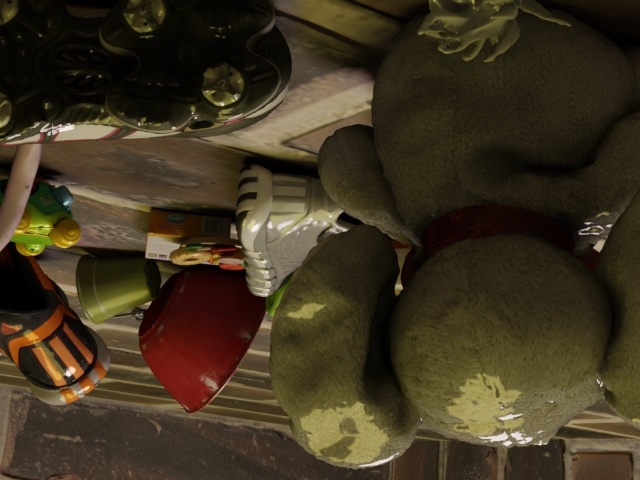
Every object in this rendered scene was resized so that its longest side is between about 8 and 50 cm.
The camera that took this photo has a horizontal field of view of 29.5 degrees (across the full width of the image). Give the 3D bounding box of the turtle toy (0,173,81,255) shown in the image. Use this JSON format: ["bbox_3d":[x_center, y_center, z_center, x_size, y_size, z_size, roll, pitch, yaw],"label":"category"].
[{"bbox_3d":[-0.275,-0.031,1.082,0.130,0.066,0.095,16,163,-38],"label":"turtle toy"}]

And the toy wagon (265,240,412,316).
[{"bbox_3d":[0.077,0.067,1.362,0.267,0.068,0.344,10,167,-17],"label":"toy wagon"}]

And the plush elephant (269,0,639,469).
[{"bbox_3d":[0.112,0.009,0.689,0.271,0.255,0.330,0,166,20],"label":"plush elephant"}]

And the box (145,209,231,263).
[{"bbox_3d":[-0.137,-0.001,1.244,0.081,0.028,0.136,6,169,-9],"label":"box"}]

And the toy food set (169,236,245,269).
[{"bbox_3d":[-0.099,0.014,1.185,0.083,0.020,0.082,14,163,-34],"label":"toy food set"}]

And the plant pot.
[{"bbox_3d":[-0.228,0.049,1.403,0.079,0.083,0.083,-12,163,13],"label":"plant pot"}]

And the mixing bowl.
[{"bbox_3d":[-0.148,0.098,1.415,0.098,0.181,0.181,33,158,-15],"label":"mixing bowl"}]

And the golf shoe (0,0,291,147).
[{"bbox_3d":[-0.151,-0.093,0.706,0.272,0.105,0.120,4,174,6],"label":"golf shoe"}]

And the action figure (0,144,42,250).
[{"bbox_3d":[-0.392,-0.014,0.705,0.275,0.248,0.370,19,-169,23],"label":"action figure"}]

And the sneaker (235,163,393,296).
[{"bbox_3d":[0.000,0.000,1.075,0.132,0.086,0.229,2,166,3],"label":"sneaker"}]

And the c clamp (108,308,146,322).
[{"bbox_3d":[-0.226,0.122,1.817,0.137,0.022,0.160,-7,161,24],"label":"c clamp"}]

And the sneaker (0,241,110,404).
[{"bbox_3d":[-0.359,0.046,1.361,0.321,0.124,0.180,23,148,46],"label":"sneaker"}]
